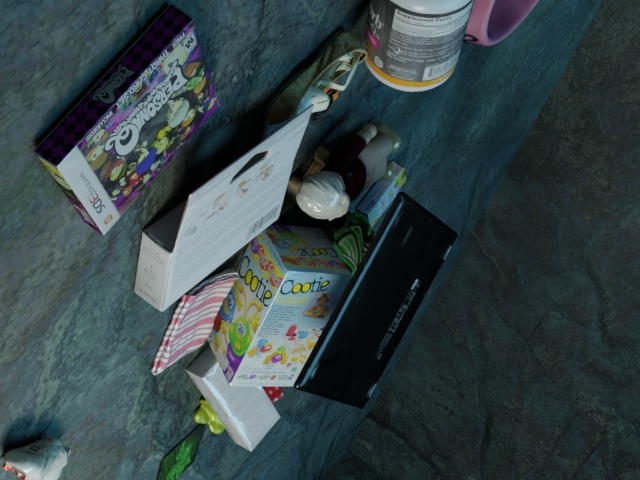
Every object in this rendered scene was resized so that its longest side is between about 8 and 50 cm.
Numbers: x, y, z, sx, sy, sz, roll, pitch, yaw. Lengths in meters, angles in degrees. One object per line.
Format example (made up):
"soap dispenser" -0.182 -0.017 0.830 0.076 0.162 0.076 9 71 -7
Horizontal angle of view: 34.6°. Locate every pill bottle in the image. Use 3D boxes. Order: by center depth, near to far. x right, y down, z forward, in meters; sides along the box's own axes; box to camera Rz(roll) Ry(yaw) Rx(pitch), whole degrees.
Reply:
"pill bottle" 0.159 -0.377 1.614 0.162 0.162 0.278 -47 162 -27

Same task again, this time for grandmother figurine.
"grandmother figurine" 0.050 -0.115 1.898 0.342 0.104 0.208 -36 134 -62

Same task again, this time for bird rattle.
"bird rattle" -0.150 0.320 2.244 0.253 0.143 0.207 -36 140 -56

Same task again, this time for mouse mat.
"mouse mat" -0.320 0.498 2.318 0.152 0.007 0.190 -41 160 -42

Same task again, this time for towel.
"towel" -0.223 0.146 1.824 0.144 0.029 0.197 -30 151 -55

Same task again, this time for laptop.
"laptop" 0.060 0.094 1.959 0.382 0.236 0.408 -62 148 -1

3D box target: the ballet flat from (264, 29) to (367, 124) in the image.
"ballet flat" 0.000 -0.245 1.594 0.206 0.067 0.073 -50 165 -16

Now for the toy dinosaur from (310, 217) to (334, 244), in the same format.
"toy dinosaur" 0.000 0.000 2.029 0.118 0.064 0.268 116 -11 -46

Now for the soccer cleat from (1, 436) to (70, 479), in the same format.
"soccer cleat" -0.426 0.328 1.552 0.076 0.068 0.196 -56 172 -15

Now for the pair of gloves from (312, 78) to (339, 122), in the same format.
"pair of gloves" 0.007 -0.239 1.734 0.074 0.010 0.083 -51 167 -18

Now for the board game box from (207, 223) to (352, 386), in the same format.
"board game box" -0.081 0.121 1.890 0.144 0.142 0.275 6 125 -34

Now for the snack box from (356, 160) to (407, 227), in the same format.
"snack box" 0.142 -0.105 2.360 0.141 0.037 0.100 -52 163 -8

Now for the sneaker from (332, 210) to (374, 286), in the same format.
"sneaker" 0.076 0.027 2.262 0.146 0.134 0.343 -54 164 -4

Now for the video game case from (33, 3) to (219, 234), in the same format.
"video game case" -0.220 -0.136 1.220 0.232 0.042 0.210 -51 165 -15

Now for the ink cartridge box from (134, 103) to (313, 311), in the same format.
"ink cartridge box" -0.145 -0.064 1.544 0.296 0.066 0.261 -41 160 -42

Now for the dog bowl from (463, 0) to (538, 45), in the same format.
"dog bowl" 0.326 -0.526 1.819 0.408 0.150 0.408 -49 164 -19

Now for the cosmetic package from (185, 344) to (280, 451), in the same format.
"cosmetic package" -0.173 0.308 2.056 0.099 0.060 0.239 -48 133 -27

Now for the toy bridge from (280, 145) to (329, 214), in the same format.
"toy bridge" -0.047 -0.092 1.854 0.188 0.026 0.063 -48 166 -23
